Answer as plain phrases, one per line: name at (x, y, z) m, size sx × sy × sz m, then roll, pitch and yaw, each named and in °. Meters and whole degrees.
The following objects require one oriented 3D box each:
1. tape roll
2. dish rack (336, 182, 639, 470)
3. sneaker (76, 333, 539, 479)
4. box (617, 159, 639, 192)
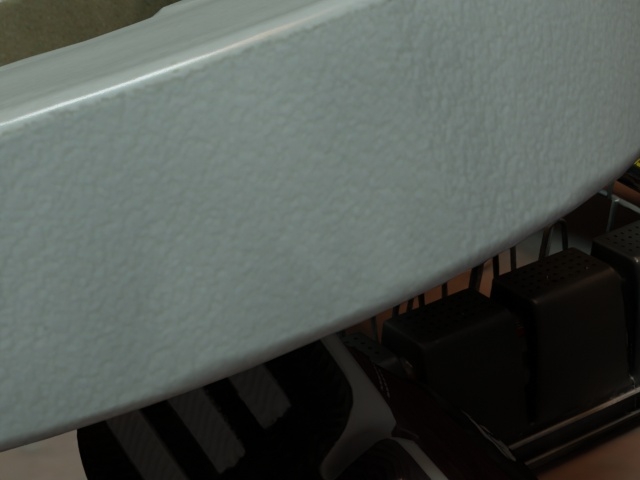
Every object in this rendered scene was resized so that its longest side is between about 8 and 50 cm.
tape roll at (-0.084, -0.036, 0.535) m, size 0.392 × 0.072 × 0.392 m, roll -15°, pitch 15°, yaw 4°
dish rack at (0.000, 0.000, 0.718) m, size 0.208 × 0.074 × 0.271 m, roll -18°, pitch 34°, yaw -32°
sneaker at (0.058, 0.126, 0.483) m, size 0.281 × 0.106 × 0.162 m, roll 57°, pitch 16°, yaw 27°
box at (0.111, -0.053, 0.774) m, size 0.137 × 0.027 × 0.094 m, roll 30°, pitch 3°, yaw 20°
